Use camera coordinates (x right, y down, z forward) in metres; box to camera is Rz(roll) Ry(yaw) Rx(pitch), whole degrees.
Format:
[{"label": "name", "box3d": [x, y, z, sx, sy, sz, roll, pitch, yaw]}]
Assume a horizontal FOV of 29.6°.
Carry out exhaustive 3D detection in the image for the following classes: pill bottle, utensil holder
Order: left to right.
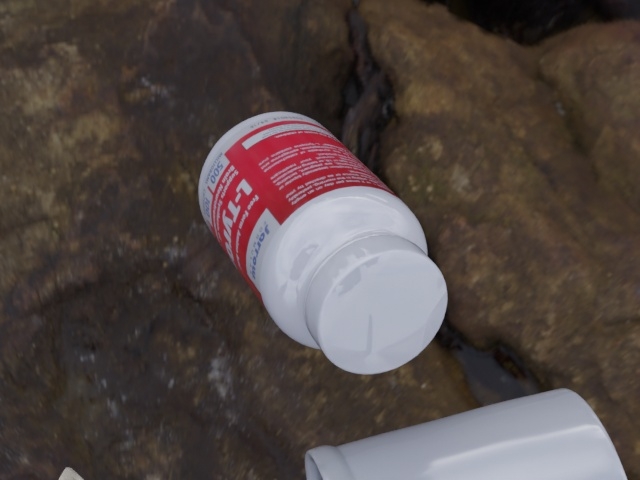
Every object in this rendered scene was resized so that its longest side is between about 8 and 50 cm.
[{"label": "pill bottle", "box3d": [0.000, 0.000, 1.611, 0.229, 0.229, 0.407, -20, 33, -14]}, {"label": "utensil holder", "box3d": [0.206, 0.402, 1.688, 0.385, 0.327, 0.327, -13, 73, -9]}]

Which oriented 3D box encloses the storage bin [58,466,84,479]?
[{"label": "storage bin", "box3d": [-0.188, 0.324, 0.774, 0.262, 0.123, 0.260, -38, 113, 0]}]
